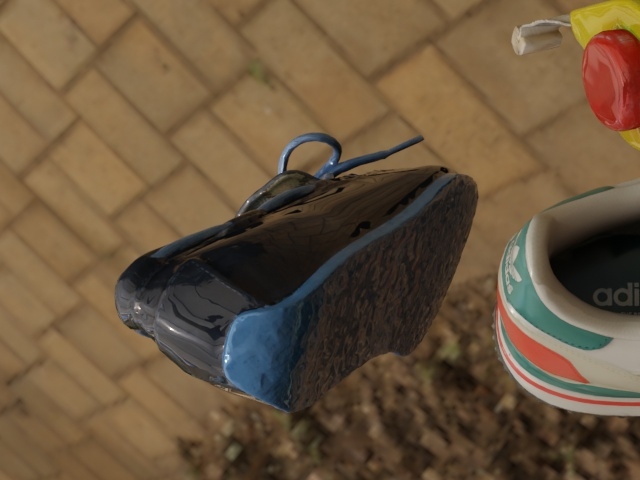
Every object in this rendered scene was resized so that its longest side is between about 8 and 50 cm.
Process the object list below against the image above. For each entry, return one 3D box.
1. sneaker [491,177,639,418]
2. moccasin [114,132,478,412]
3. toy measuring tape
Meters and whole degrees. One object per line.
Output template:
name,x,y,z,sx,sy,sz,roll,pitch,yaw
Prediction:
sneaker,0.119,0.009,0.379,0.161,0.057,0.075,-3,161,9
moccasin,0.000,0.000,0.934,0.117,0.137,0.342,19,-170,18
toy measuring tape,0.221,-0.116,1.163,0.121,0.121,0.330,48,170,-12
